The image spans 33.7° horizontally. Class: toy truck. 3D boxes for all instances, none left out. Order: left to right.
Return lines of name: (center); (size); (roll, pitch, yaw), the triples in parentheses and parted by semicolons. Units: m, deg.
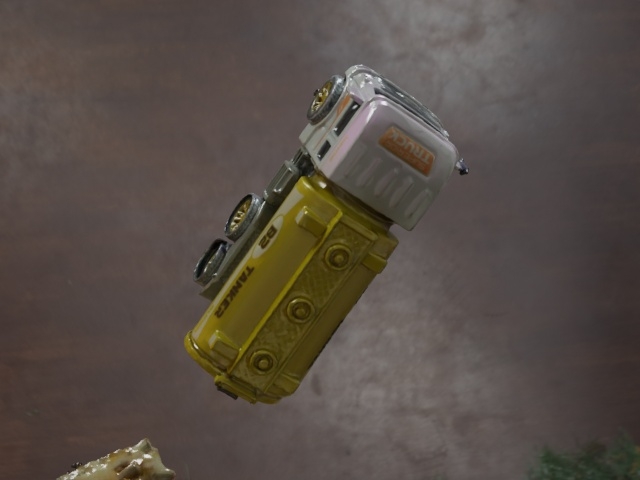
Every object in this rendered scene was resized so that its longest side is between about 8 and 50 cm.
toy truck: (0.000, 0.000, 0.717); (0.098, 0.114, 0.227); (32, 101, -19)

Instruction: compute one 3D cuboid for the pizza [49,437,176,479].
pizza: (-0.155, 0.187, 0.564); (0.193, 0.201, 0.053); (-50, 51, 9)
